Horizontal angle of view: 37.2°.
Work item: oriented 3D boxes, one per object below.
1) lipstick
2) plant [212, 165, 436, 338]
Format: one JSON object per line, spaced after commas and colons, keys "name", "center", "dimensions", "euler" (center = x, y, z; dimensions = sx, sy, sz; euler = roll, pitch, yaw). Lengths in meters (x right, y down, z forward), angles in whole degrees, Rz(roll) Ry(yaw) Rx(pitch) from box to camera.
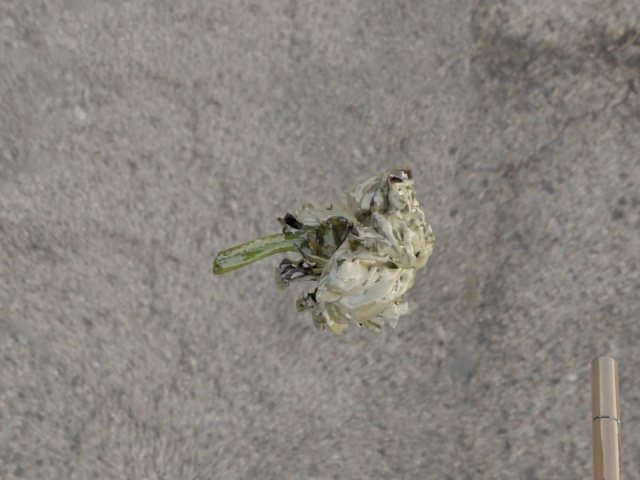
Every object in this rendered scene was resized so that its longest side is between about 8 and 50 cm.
{"name": "lipstick", "center": [0.185, 0.119, 0.615], "dimensions": [0.019, 0.019, 0.094], "euler": [15, 52, -5]}
{"name": "plant", "center": [0.000, 0.000, 0.565], "dimensions": [0.122, 0.116, 0.104], "euler": [5, 49, -13]}
